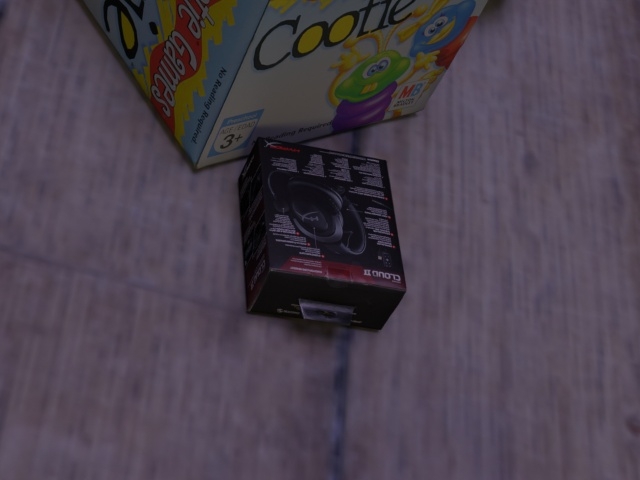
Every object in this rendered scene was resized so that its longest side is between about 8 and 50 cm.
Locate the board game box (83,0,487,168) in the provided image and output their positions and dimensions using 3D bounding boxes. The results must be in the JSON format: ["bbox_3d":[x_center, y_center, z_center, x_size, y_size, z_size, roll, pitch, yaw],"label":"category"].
[{"bbox_3d":[-0.051,-0.192,0.701,0.144,0.142,0.275,-17,60,-36],"label":"board game box"}]

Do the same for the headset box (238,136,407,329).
[{"bbox_3d":[0.000,0.000,0.638,0.062,0.032,0.083,8,50,-19],"label":"headset box"}]
